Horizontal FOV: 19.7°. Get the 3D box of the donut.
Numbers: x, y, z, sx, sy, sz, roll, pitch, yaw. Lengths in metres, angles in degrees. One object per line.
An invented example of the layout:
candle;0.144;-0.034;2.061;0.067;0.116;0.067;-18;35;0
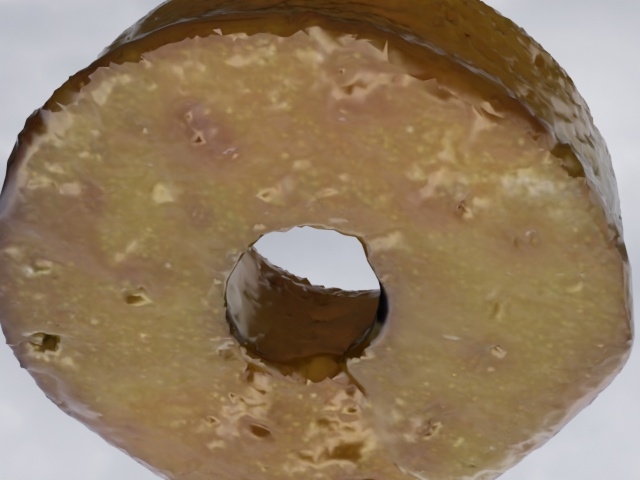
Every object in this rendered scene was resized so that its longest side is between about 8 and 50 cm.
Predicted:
donut;0.000;0.000;0.845;0.302;0.303;0.110;-6;-142;21
